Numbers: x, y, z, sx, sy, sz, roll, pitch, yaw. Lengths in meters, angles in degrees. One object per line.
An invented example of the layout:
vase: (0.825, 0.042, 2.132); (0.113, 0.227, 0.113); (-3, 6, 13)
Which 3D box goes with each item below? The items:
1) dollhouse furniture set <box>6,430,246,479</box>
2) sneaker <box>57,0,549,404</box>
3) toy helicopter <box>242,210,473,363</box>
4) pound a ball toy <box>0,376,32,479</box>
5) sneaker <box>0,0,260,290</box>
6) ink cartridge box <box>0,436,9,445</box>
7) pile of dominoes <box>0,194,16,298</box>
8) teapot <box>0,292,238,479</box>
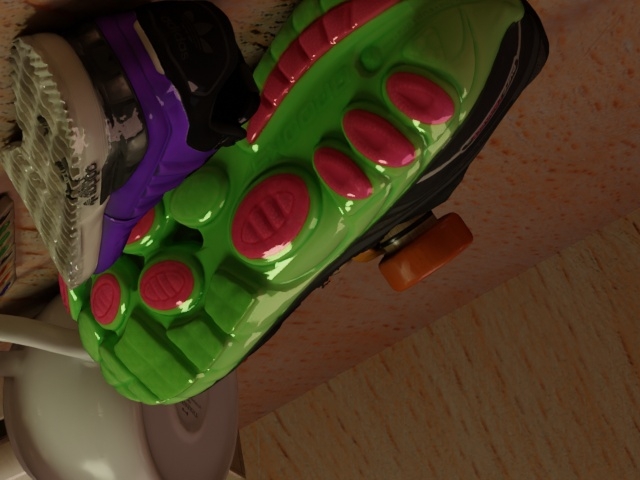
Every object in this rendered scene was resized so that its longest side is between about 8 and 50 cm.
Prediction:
dollhouse furniture set: (-0.220, 0.239, 2.198); (0.242, 0.161, 0.212); (-28, 140, 22)
sneaker: (-0.017, -0.026, 1.353); (0.202, 0.185, 0.483); (-12, 163, -48)
toy helicopter: (0.000, 0.000, 1.735); (0.235, 0.140, 0.355); (-35, -177, 4)
pound a ball toy: (-0.333, 0.226, 1.950); (0.319, 0.135, 0.208); (-23, 169, -27)
sneaker: (-0.106, -0.061, 1.146); (0.146, 0.102, 0.293); (-26, 171, -17)
ink cartridge box: (-0.369, 0.293, 2.347); (0.212, 0.093, 0.154); (-31, 170, 6)
pile of dominoes: (-0.272, 0.079, 1.372); (0.196, 0.040, 0.251); (-53, 177, -17)
teapot: (-0.199, 0.139, 1.680); (0.187, 0.256, 0.252); (-4, -161, 21)
